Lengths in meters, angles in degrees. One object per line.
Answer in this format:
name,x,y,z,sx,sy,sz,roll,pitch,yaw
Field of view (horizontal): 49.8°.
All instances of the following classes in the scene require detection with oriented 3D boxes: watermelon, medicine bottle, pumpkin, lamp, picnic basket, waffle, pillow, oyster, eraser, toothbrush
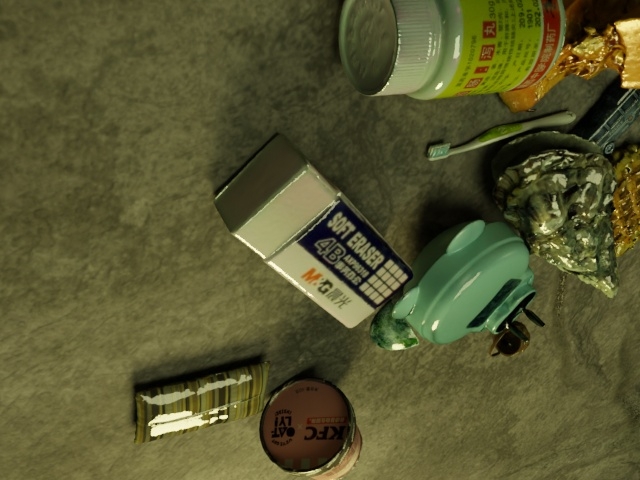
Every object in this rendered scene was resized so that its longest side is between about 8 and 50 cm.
watermelon,0.119,0.142,1.131,0.061,0.085,0.085,-33,146,-51
medicine bottle,0.145,-0.230,0.765,0.225,0.139,0.139,-11,130,-26
pumpkin,0.376,-0.247,0.867,0.280,0.190,0.139,-39,137,2
lamp,0.235,0.069,1.061,0.284,0.147,0.209,26,113,-38
picnic basket,0.344,0.184,1.285,0.083,0.072,0.072,-11,131,-43
waffle,0.527,-0.060,1.220,0.245,0.052,0.254,-9,130,-25
pillow,-0.171,0.238,1.012,0.203,0.038,0.113,-10,130,-26
oyster,0.386,-0.034,1.068,0.351,0.162,0.158,49,48,-32
eraser,0.000,0.000,0.895,0.130,0.086,0.287,-43,136,5
toothbrush,0.264,-0.152,0.993,0.262,0.022,0.026,-16,144,-22

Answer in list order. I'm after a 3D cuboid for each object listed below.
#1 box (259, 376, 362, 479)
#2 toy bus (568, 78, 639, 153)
box,-0.006,0.313,1.111,0.151,0.151,0.135,-35,145,-4
toy bus,0.449,-0.190,1.066,0.065,0.047,0.166,30,106,-40
